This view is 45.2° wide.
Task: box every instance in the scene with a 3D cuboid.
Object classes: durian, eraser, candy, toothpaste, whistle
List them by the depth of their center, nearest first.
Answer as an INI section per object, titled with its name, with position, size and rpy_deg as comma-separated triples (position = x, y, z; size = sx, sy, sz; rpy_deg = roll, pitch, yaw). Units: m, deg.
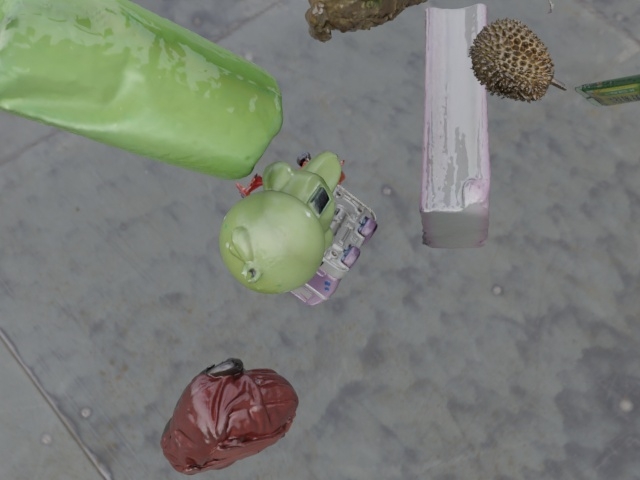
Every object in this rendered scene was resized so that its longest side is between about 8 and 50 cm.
[candy]
position = -0.194, -0.168, 0.835
size = 0.343, 0.142, 0.132
rpy_deg = 15, 61, -42
[toothpaste]
position = 0.394, -0.186, 0.929
size = 0.049, 0.204, 0.031
rpy_deg = 28, 81, -23
[durian]
position = 0.241, -0.214, 0.980
size = 0.140, 0.110, 0.071
rpy_deg = 36, 63, 21
[whistle]
position = -0.049, -0.028, 1.014
size = 0.141, 0.141, 0.294
rpy_deg = 11, 28, 5
[eraser]
position = 0.238, -0.186, 1.352
size = 0.122, 0.272, 0.359
rpy_deg = 0, 75, 9

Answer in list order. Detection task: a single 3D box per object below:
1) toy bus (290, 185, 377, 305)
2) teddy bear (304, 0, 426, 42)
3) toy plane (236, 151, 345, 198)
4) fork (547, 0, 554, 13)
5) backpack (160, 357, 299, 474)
[toy bus]
position = 0.000, 0.000, 1.375
size = 0.142, 0.142, 0.202
rpy_deg = 36, 41, -2
[teddy bear]
position = 0.042, -0.383, 0.856
size = 0.246, 0.296, 0.222
rpy_deg = -26, 22, -12
[toy plane]
position = -0.044, -0.103, 1.249
size = 0.194, 0.077, 0.126
rpy_deg = 9, 35, -24
[fork]
position = 0.425, -0.444, 1.427
size = 0.012, 0.115, 0.016
rpy_deg = 19, 91, 19
[backpack]
position = -0.135, 0.287, 1.229
size = 0.229, 0.229, 0.139
rpy_deg = -26, 59, -16
